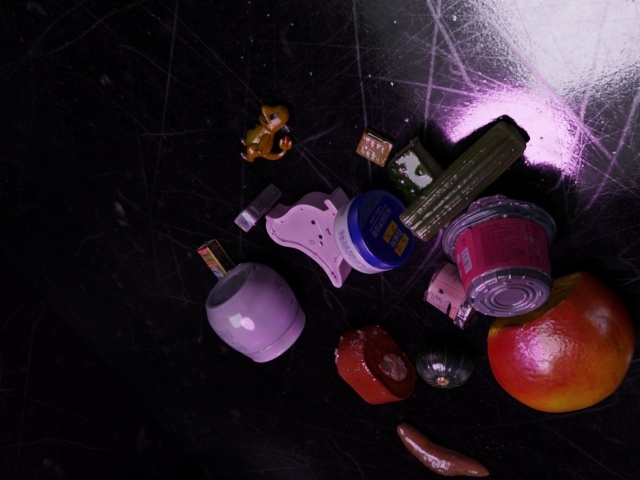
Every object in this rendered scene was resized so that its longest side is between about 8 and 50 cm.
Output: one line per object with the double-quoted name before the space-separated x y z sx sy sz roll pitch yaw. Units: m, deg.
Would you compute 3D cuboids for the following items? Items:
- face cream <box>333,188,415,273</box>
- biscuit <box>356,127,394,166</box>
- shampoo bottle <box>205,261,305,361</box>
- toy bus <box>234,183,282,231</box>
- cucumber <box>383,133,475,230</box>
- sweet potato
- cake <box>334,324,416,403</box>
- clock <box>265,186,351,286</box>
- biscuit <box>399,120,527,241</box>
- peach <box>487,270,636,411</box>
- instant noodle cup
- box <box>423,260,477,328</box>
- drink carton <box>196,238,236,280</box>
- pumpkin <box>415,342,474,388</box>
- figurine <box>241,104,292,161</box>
"face cream" 0.135 -0.020 1.529 0.206 0.206 0.111 50 141 -13
"biscuit" 0.135 -0.230 1.486 0.083 0.018 0.081 30 137 9
"shampoo bottle" -0.207 0.228 1.923 0.273 0.273 0.266 -17 124 42
"toy bus" -0.175 -0.095 1.697 0.057 0.172 0.072 43 132 -4
"cucumber" 0.289 -0.092 1.445 0.325 0.105 0.145 44 136 -10
"sweet potato" 0.413 0.758 2.096 0.342 0.092 0.114 26 120 11
"cake" 0.169 0.399 1.888 0.151 0.177 0.283 -20 115 43
"clock" 0.000 0.000 1.731 0.276 0.080 0.290 -6 121 38
"biscuit" 0.318 -0.128 1.338 0.099 0.038 0.322 44 110 -6
"peach" 0.584 0.258 1.446 0.306 0.242 0.380 1 126 39
"instant noodle cup" 0.414 0.057 1.358 0.259 0.181 0.302 -21 137 28
"box" 0.354 0.135 1.565 0.135 0.151 0.151 29 137 22
"drink carton" -0.342 0.077 2.044 0.071 0.056 0.165 -11 119 49
"pumpkin" 0.367 0.367 1.765 0.167 0.125 0.167 10 127 13
"figurine" -0.126 -0.279 1.580 0.123 0.121 0.176 20 132 -22
